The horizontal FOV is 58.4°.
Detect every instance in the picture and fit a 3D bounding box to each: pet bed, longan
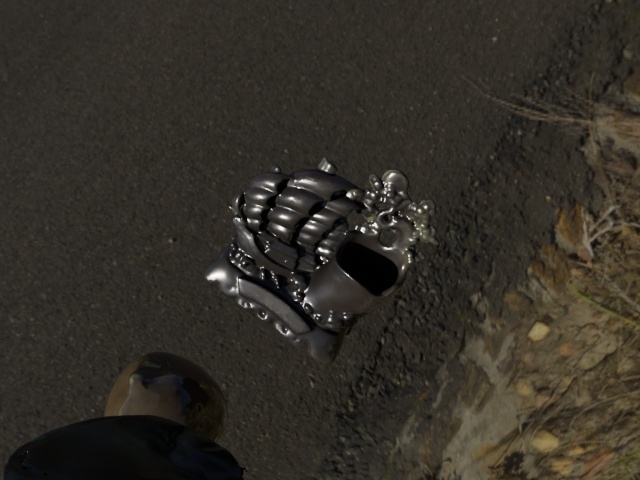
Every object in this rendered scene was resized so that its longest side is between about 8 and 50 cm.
[{"bbox_3d":[-0.159,0.208,0.486,0.201,0.201,0.053,17,100,23],"label":"pet bed"},{"bbox_3d":[-0.213,0.241,0.784,0.189,0.189,0.189,-7,58,11],"label":"longan"}]

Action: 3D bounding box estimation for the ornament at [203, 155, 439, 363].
[{"bbox_3d":[0.000,0.000,0.728,0.251,0.260,0.106,32,34,4],"label":"ornament"}]
